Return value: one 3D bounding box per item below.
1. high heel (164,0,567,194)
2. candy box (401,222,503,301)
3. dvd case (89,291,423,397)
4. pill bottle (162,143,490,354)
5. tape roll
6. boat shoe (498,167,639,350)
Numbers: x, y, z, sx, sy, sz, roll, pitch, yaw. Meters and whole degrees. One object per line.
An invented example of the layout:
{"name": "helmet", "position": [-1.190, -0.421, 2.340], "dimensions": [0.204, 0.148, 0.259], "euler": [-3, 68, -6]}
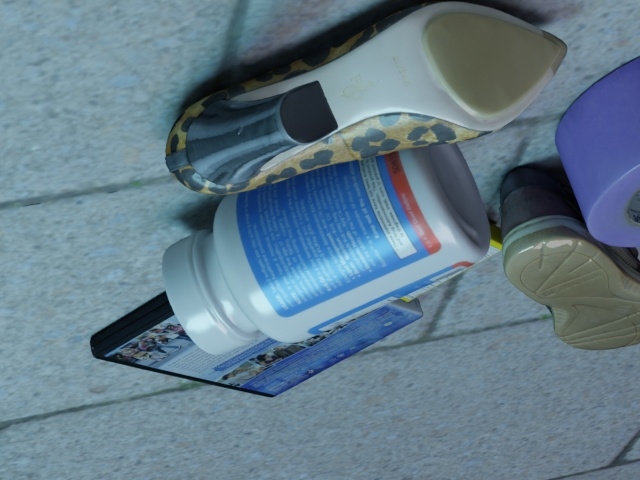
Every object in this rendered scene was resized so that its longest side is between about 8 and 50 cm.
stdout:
{"name": "high heel", "position": [0.026, -0.095, 1.248], "dimensions": [0.261, 0.093, 0.186], "euler": [-17, -178, -33]}
{"name": "candy box", "position": [0.059, -0.002, 1.483], "dimensions": [0.105, 0.027, 0.206], "euler": [-27, 153, 24]}
{"name": "dvd case", "position": [-0.050, 0.074, 1.576], "dimensions": [0.180, 0.022, 0.253], "euler": [-30, 153, 26]}
{"name": "pill bottle", "position": [0.000, 0.000, 1.332], "dimensions": [0.221, 0.124, 0.124], "euler": [-25, 154, 19]}
{"name": "tape roll", "position": [0.283, -0.074, 1.421], "dimensions": [0.189, 0.080, 0.189], "euler": [-14, 156, -6]}
{"name": "boat shoe", "position": [0.223, 0.018, 1.554], "dimensions": [0.103, 0.092, 0.285], "euler": [-19, 153, 22]}
